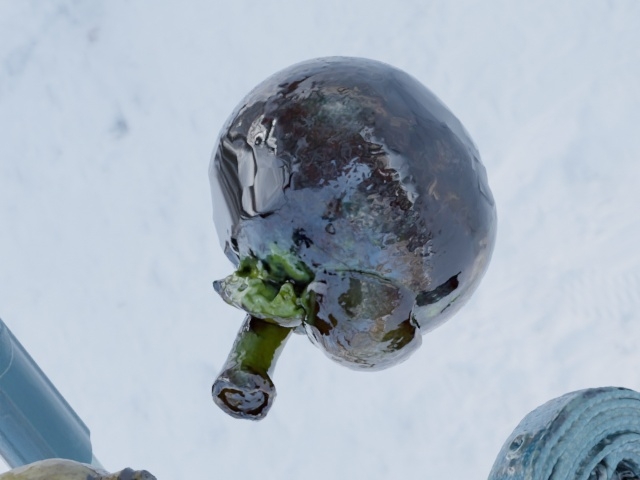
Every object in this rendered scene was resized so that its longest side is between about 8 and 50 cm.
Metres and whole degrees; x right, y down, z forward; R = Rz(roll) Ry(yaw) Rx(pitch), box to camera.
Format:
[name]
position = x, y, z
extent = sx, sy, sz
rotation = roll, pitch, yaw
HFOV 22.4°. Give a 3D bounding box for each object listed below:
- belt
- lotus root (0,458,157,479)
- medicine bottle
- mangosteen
[belt]
position = 0.194, 0.185, 1.188
extent = 0.082, 0.163, 0.148
rotation = -29, 73, 57
[lotus root]
position = -0.137, 0.139, 0.765
extent = 0.072, 0.151, 0.063
rotation = 46, -154, -63
[medicine bottle]
position = -0.296, 0.175, 1.535
extent = 0.079, 0.124, 0.258
rotation = -6, 134, 32
[mangosteen]
position = 0.000, 0.000, 1.205
extent = 0.231, 0.289, 0.231
rotation = 31, 150, 20
